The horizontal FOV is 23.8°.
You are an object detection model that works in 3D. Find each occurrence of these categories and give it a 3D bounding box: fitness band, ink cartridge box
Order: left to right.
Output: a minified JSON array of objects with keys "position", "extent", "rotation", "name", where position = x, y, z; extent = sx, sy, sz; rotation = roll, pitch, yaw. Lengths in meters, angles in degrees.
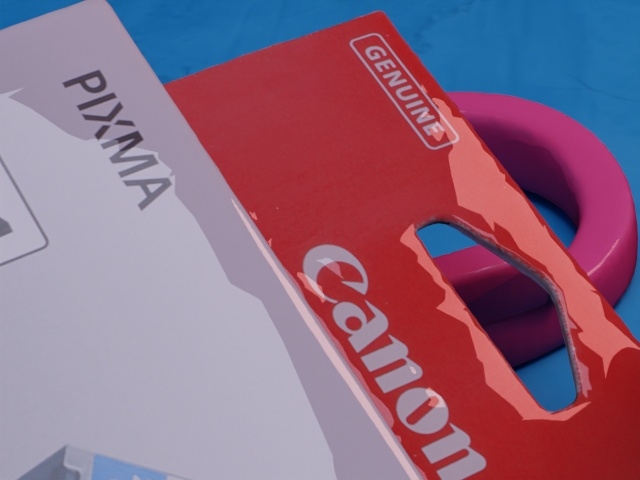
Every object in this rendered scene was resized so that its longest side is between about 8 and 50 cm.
[{"position":[-0.011,0.041,0.481],"extent":[0.261,0.066,0.296],"rotation":[-23,61,-22],"name":"ink cartridge box"},{"position":[0.000,0.000,0.693],"extent":[0.290,0.054,0.209],"rotation":[-14,29,-11],"name":"fitness band"}]
